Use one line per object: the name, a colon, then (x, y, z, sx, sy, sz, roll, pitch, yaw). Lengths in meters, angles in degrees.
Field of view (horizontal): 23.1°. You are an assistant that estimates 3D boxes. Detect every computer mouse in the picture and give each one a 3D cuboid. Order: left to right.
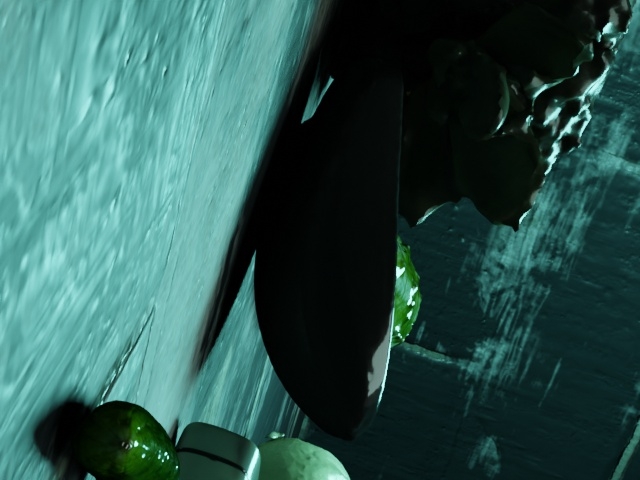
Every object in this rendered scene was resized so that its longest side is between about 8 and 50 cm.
computer mouse: (0.000, 0.000, 1.081, 0.137, 0.086, 0.269, 134, -38, -71)

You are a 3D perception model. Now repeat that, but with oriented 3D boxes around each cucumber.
cucumber: (-0.081, 0.089, 0.663, 0.168, 0.039, 0.039, 87, 21, -75)
cucumber: (0.015, 0.026, 1.293, 0.244, 0.134, 0.134, 54, 54, -81)

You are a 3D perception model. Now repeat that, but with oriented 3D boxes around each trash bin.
trash bin: (-0.087, 0.199, 1.000, 0.116, 0.059, 0.130, 102, 8, -51)

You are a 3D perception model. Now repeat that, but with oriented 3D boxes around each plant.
plant: (0.119, -0.148, 1.214, 0.312, 0.213, 0.215, -61, 173, -60)

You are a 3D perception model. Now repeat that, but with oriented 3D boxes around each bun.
bun: (-0.042, 0.340, 1.681, 0.259, 0.160, 0.259, 21, 90, -86)
